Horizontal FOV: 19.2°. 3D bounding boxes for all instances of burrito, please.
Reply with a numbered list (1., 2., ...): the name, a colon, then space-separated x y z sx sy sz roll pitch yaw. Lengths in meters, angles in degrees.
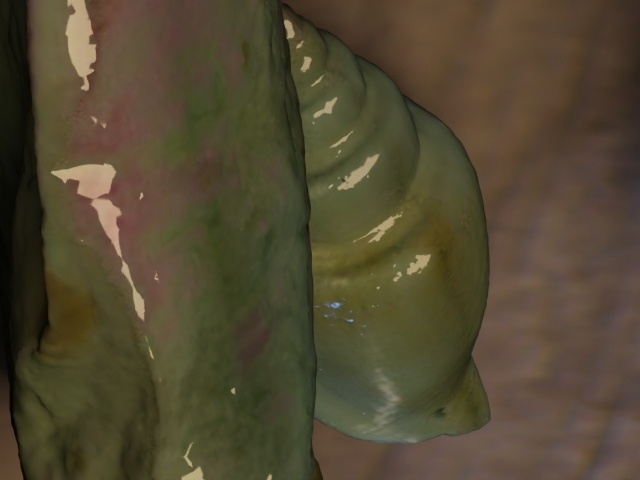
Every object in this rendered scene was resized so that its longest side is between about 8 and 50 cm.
1. burrito: -0.045 -0.024 0.435 0.089 0.144 0.229 -14 121 -18

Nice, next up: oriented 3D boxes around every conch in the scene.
1. conch: 0.005 0.003 0.522 0.088 0.065 0.180 -30 131 -9
